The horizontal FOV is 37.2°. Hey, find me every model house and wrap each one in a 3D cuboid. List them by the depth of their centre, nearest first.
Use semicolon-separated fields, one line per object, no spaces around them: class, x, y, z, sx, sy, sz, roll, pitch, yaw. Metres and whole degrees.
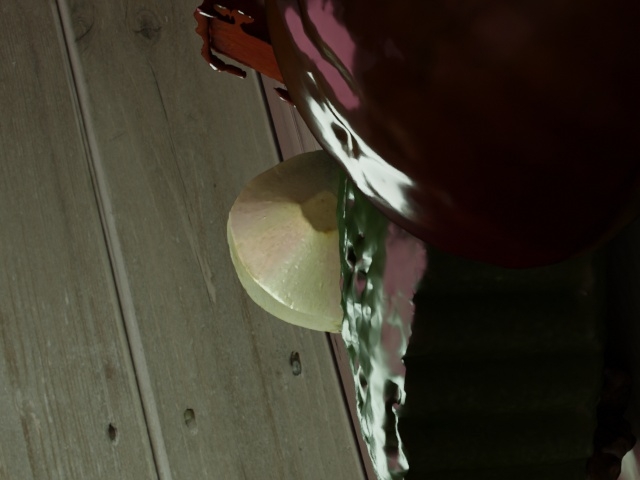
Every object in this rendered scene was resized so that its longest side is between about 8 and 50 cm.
model house;0.007;-0.257;0.858;0.196;0.160;0.253;147;145;-85

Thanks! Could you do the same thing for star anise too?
star anise;0.191;0.124;0.667;0.141;0.042;0.141;178;90;-88

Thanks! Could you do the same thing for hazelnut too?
hazelnut;0.079;-0.108;0.410;0.229;0.230;0.229;166;90;-84

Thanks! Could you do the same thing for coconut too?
coconut;0.000;0.000;1.302;0.259;0.259;0.259;166;90;-84

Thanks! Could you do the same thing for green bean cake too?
green bean cake;0.093;0.036;0.666;0.250;0.157;0.246;-95;4;-65
